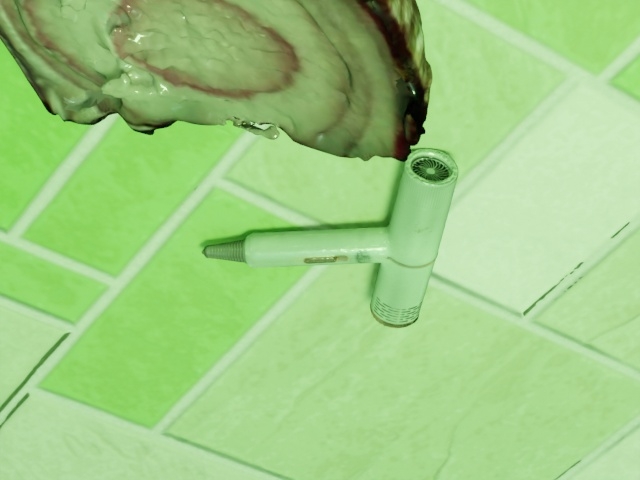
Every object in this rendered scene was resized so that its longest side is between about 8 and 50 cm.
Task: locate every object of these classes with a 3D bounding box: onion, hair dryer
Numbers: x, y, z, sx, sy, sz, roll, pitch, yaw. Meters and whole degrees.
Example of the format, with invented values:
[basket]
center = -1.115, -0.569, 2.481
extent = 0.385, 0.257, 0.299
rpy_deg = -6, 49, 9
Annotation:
[onion]
center = -0.068, -0.179, 0.931
extent = 0.314, 0.146, 0.280
rpy_deg = 16, 147, 26
[hair dryer]
center = -0.001, -0.006, 1.210
extent = 0.183, 0.044, 0.155
rpy_deg = 6, 132, -7
